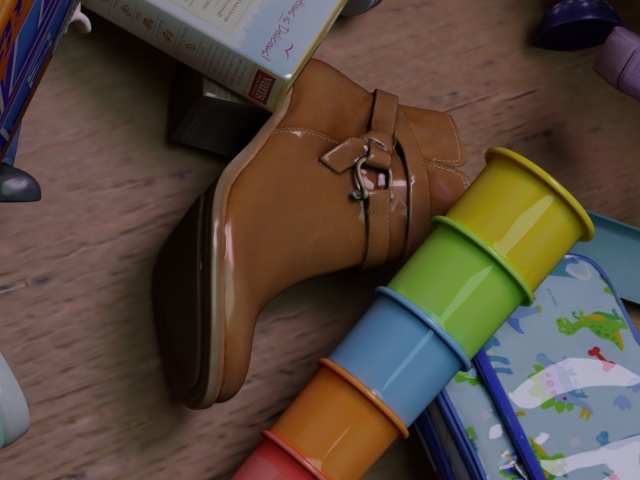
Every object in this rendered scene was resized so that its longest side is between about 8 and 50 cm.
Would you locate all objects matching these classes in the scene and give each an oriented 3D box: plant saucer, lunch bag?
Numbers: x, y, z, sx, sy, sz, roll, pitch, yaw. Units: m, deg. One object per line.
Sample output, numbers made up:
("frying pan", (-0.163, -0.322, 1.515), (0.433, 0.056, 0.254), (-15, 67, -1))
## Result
("plant saucer", (0.214, 0.009, 1.437), (0.192, 0.018, 0.067), (18, 64, -24))
("lunch bag", (0.157, 0.123, 1.274), (0.176, 0.090, 0.219), (-13, 58, -16))

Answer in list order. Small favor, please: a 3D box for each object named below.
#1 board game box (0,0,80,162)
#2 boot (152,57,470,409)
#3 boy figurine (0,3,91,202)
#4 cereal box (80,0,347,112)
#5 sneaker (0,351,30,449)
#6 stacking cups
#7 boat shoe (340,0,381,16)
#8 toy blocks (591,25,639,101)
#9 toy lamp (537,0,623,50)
("board game box", (-0.334, -0.088, 0.842), (0.356, 0.356, 0.356), (25, 82, -7))
("boot", (0.000, 0.000, 1.265), (0.220, 0.109, 0.283), (14, 54, -23))
("boy figurine", (-0.221, -0.166, 1.145), (0.177, 0.092, 0.285), (2, 94, -41))
("cereal box", (-0.095, -0.212, 1.268), (0.240, 0.047, 0.173), (31, 52, 0))
("sneaker", (-0.300, 0.043, 1.073), (0.151, 0.094, 0.256), (-32, 89, -32))
("stacking cups", (0.055, 0.086, 1.204), (0.096, 0.096, 0.316), (41, 80, -12))
("boat shoe", (-0.021, -0.300, 1.364), (0.267, 0.096, 0.088), (51, 51, -7))
("toy blocks", (0.319, -0.248, 1.446), (0.260, 0.309, 0.288), (37, 14, 33))
("toy lamp", (0.196, -0.299, 1.503), (0.080, 0.080, 0.275), (4, 71, -30))
